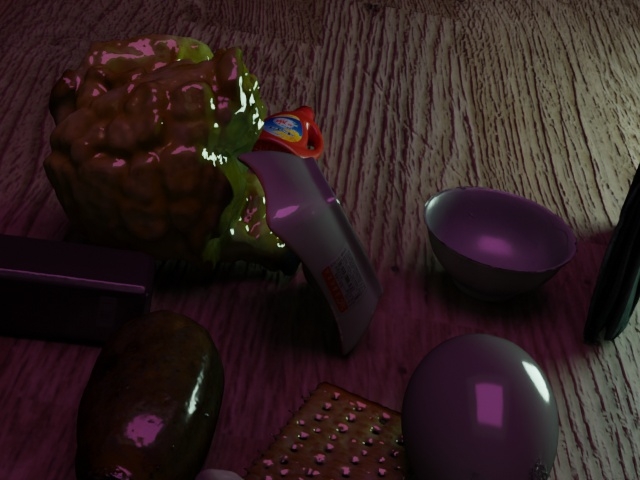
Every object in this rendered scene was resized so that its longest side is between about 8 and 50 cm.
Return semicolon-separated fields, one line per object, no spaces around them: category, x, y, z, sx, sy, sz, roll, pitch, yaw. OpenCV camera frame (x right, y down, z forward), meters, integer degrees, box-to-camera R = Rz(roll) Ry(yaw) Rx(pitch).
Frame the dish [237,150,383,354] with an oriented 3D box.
dish;0.000;0.000;1.282;0.077;0.212;0.151;-28;38;0

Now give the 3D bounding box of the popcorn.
popcorn;-0.170;-0.104;1.365;0.237;0.293;0.293;9;25;33

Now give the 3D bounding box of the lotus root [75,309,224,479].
lotus root;-0.150;0.153;1.068;0.123;0.124;0.241;2;31;0

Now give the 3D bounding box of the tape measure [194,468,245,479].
tape measure;0.007;0.285;0.880;0.265;0.130;0.258;8;19;-11

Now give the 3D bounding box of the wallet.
wallet;0.407;-0.045;1.471;0.075;0.237;0.342;18;31;15

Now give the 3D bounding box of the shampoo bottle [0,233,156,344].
shampoo bottle;-0.296;0.047;1.232;0.246;0.080;0.079;8;30;-8

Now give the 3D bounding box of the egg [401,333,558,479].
egg;0.148;0.173;1.117;0.146;0.146;0.199;11;38;-1

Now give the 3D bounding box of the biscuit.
biscuit;0.011;0.215;1.127;0.139;0.016;0.231;22;32;15

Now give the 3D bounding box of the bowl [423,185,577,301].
bowl;0.208;0.018;1.448;0.189;0.086;0.189;7;32;-5

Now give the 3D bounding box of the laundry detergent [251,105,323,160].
laundry detergent;-0.037;-0.146;1.663;0.097;0.049;0.165;24;31;6
